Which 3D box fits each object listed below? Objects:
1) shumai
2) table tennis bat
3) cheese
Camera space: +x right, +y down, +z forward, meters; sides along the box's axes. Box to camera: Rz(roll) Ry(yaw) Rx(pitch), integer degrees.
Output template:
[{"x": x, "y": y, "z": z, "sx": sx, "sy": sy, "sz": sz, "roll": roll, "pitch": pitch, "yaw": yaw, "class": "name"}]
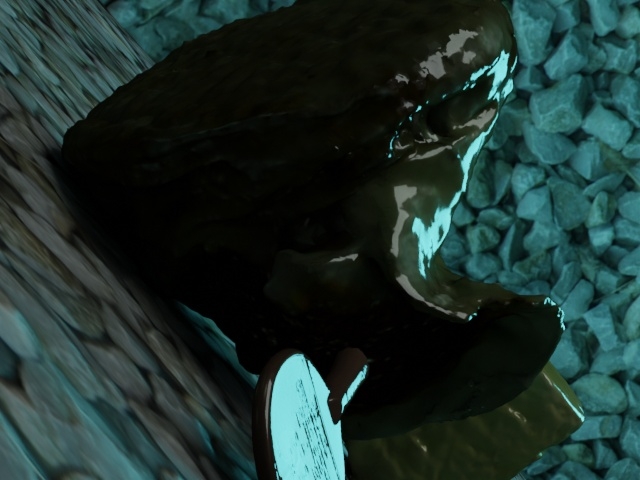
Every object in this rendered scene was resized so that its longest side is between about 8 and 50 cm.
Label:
[{"x": 0.000, "y": 0.000, "z": 1.183, "sx": 0.292, "sy": 0.330, "sz": 0.288, "roll": -52, "pitch": 127, "yaw": -50, "class": "shumai"}, {"x": -0.049, "y": 0.111, "z": 0.959, "sx": 0.170, "sy": 0.119, "sz": 0.108, "roll": -50, "pitch": 127, "yaw": -65, "class": "table tennis bat"}, {"x": 0.107, "y": 0.143, "z": 1.283, "sx": 0.094, "sy": 0.167, "sz": 0.123, "roll": 53, "pitch": 5, "yaw": -7, "class": "cheese"}]
